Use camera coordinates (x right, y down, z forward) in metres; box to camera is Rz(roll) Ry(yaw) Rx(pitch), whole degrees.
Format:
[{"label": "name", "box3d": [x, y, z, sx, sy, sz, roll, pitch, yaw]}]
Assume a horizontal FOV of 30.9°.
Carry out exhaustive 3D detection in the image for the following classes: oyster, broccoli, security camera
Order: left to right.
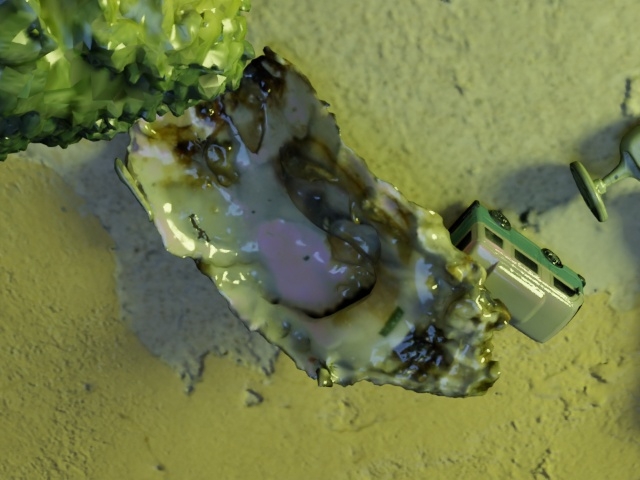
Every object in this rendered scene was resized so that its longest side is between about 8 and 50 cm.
[{"label": "broccoli", "box3d": [-0.191, -0.197, 0.721, 0.293, 0.348, 0.281, -3, 107, 0]}, {"label": "oyster", "box3d": [0.000, 0.001, 0.935, 0.354, 0.107, 0.201, 48, 115, 7]}, {"label": "security camera", "box3d": [0.249, -0.060, 0.918, 0.092, 0.058, 0.058, -28, 112, 6]}]

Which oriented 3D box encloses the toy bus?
[{"label": "toy bus", "box3d": [0.159, 0.032, 0.953, 0.123, 0.075, 0.060, 34, 115, -12]}]
